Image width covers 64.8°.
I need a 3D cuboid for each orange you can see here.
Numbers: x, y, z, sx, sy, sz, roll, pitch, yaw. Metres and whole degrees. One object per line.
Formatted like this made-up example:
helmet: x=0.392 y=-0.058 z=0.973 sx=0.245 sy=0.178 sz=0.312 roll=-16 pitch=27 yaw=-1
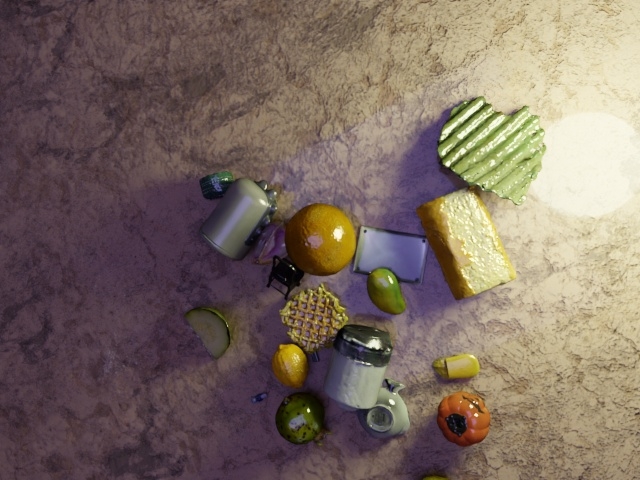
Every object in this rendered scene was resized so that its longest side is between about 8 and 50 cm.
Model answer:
orange: x=0.000 y=0.000 z=1.855 sx=0.273 sy=0.274 sz=0.275 roll=0 pitch=92 yaw=13

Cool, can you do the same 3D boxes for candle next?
candle: x=0.132 y=0.490 z=1.863 sx=0.221 sy=0.221 sz=0.343 roll=15 pitch=96 yaw=12

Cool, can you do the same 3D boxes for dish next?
dish: x=0.237 y=0.655 z=1.917 sx=0.224 sy=0.078 sz=0.246 roll=21 pitch=96 yaw=12

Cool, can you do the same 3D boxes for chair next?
chair: x=-0.124 y=0.114 z=1.898 sx=0.106 sy=0.113 sz=0.229 roll=32 pitch=141 yaw=9

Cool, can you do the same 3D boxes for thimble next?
thimble: x=-0.410 y=-0.217 z=2.011 sx=0.135 sy=0.118 sz=0.090 roll=-14 pitch=87 yaw=10

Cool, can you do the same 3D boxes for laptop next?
laptop: x=0.269 y=0.055 z=1.921 sx=0.268 sy=0.015 sz=0.188 roll=10 pitch=94 yaw=12

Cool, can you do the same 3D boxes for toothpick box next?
toothpick box: x=-0.293 y=-0.094 z=1.937 sx=0.229 sy=0.229 sz=0.316 roll=39 pitch=99 yaw=9

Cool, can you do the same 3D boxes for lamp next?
lamp: x=0.518 y=0.639 z=1.816 sx=0.187 sy=0.163 sz=0.188 roll=-1 pitch=88 yaw=37

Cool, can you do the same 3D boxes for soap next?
soap: x=0.503 y=0.474 z=1.874 sx=0.168 sy=0.033 sz=0.089 roll=-15 pitch=86 yaw=14

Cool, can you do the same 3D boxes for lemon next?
lemon: x=-0.116 y=0.491 z=1.959 sx=0.142 sy=0.142 sz=0.187 roll=-21 pitch=92 yaw=12

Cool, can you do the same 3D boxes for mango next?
mango: x=0.239 y=0.196 z=1.893 sx=0.122 sy=0.085 sz=0.191 roll=-17 pitch=95 yaw=15

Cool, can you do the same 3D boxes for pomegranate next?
pomegranate: x=-0.055 y=0.687 z=1.942 sx=0.245 sy=0.198 sz=0.199 roll=17 pitch=97 yaw=-24

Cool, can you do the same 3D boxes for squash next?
squash: x=-0.447 y=0.350 z=2.024 sx=0.204 sy=0.155 sz=0.237 roll=-39 pitch=85 yaw=9

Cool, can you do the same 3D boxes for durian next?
durian: x=-0.188 y=0.005 z=1.965 sx=0.165 sy=0.132 sz=0.183 roll=4 pitch=94 yaw=20

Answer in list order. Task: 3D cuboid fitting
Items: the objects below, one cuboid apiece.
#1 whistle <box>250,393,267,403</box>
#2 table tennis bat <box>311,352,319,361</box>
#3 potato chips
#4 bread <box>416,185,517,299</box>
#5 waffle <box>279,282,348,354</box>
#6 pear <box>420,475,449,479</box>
whistle: x=-0.252 y=0.640 z=2.052 sx=0.083 sy=0.029 sz=0.033 roll=-27 pitch=70 yaw=19
table tennis bat: x=-0.045 y=0.376 z=2.001 sx=0.130 sy=0.019 sz=0.221 roll=-15 pitch=87 yaw=12
potato chips: x=0.593 y=-0.317 z=1.746 sx=0.372 sy=0.097 sz=0.390 roll=23 pitch=67 yaw=9
bread: x=0.510 y=0.009 z=1.789 sx=0.236 sy=0.165 sz=0.376 roll=-25 pitch=87 yaw=11
waffle: x=-0.024 y=0.307 z=1.963 sx=0.245 sy=0.052 sz=0.254 roll=-37 pitch=85 yaw=5
pear: x=0.421 y=0.946 z=1.855 sx=0.162 sy=0.149 sz=0.149 roll=-24 pitch=87 yaw=-6
